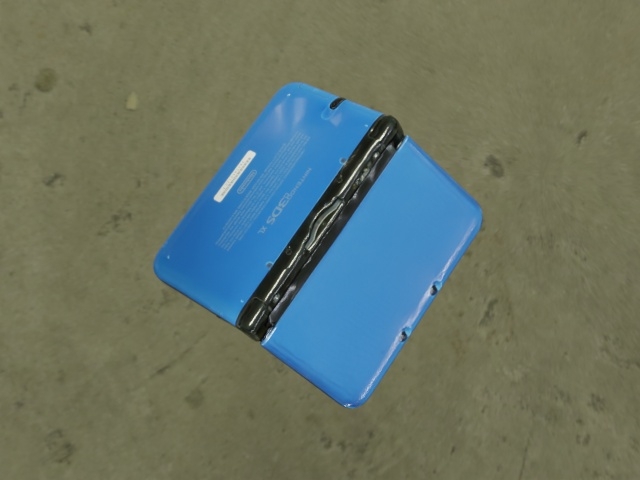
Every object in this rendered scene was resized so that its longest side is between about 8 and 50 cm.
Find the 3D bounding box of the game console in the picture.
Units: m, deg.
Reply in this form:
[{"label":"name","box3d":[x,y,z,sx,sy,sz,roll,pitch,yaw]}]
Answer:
[{"label":"game console","box3d":[0.000,0.000,1.066,0.250,0.173,0.293,27,75,34]}]
